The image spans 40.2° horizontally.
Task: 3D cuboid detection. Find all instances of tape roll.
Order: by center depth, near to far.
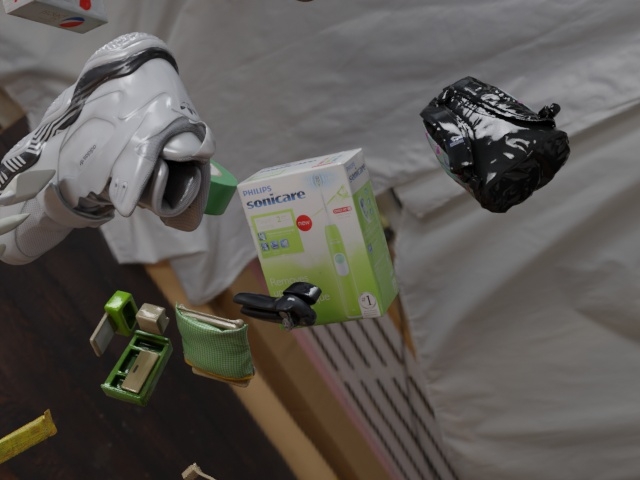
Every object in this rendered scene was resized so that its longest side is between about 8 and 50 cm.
[{"bbox_3d":[-0.335,-0.163,1.892,0.321,0.077,0.321,28,9,-5],"label":"tape roll"}]

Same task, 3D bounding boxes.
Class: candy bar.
[{"bbox_3d":[-0.448,0.294,1.243,0.161,0.018,0.040,-27,115,-41],"label":"candy bar"}]

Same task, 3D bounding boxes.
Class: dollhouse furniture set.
[{"bbox_3d":[-0.299,0.242,1.780,0.198,0.301,0.151,82,26,-49],"label":"dollhouse furniture set"}]

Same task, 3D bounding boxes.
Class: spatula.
[{"bbox_3d":[-0.401,-0.004,0.970,0.019,0.168,0.242,47,23,4],"label":"spatula"}]

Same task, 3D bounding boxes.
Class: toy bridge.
[{"bbox_3d":[-0.221,0.511,1.745,0.026,0.063,0.188,44,4,-42],"label":"toy bridge"}]

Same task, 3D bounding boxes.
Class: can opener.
[{"bbox_3d":[-0.070,0.106,1.370,0.073,0.186,0.059,-41,113,-37],"label":"can opener"}]

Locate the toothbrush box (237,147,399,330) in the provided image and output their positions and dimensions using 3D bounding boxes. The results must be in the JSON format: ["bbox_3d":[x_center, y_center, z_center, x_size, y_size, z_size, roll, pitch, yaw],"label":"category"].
[{"bbox_3d":[0.000,0.000,1.568,0.122,0.206,0.283,-43,121,-64],"label":"toothbrush box"}]

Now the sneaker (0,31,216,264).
[{"bbox_3d":[-0.274,-0.061,1.082,0.137,0.366,0.210,16,31,-55],"label":"sneaker"}]

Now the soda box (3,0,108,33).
[{"bbox_3d":[-0.484,-0.439,1.599,0.216,0.069,0.074,-8,82,-67],"label":"soda box"}]

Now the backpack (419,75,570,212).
[{"bbox_3d":[0.206,-0.122,1.103,0.182,0.152,0.115,49,-11,44],"label":"backpack"}]
